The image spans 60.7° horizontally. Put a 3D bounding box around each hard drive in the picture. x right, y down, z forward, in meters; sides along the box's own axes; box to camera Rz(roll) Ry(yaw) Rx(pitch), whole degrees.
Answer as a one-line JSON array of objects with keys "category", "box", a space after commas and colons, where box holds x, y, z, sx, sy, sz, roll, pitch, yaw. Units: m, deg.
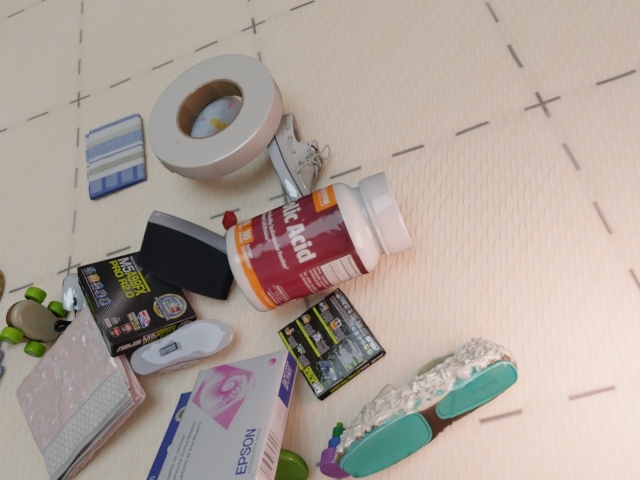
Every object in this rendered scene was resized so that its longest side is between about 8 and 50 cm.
[{"category": "hard drive", "box": [-0.338, 0.043, 1.386, 0.254, 0.054, 0.172, 23, 107, 5]}]

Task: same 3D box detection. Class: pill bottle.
[{"category": "pill bottle", "box": [0.000, 0.000, 1.277, 0.392, 0.224, 0.224, -22, 59, 8]}]

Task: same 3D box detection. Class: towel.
[{"category": "towel", "box": [-0.665, -0.275, 1.774, 0.209, 0.034, 0.285, -20, 61, 7]}, {"category": "towel", "box": [-0.611, 0.378, 1.361, 0.332, 0.053, 0.317, -48, 59, 8]}]

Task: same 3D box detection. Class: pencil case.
[{"category": "pencil case", "box": [-0.339, -0.324, 1.633, 0.124, 0.113, 0.273, 3, 63, 42]}]

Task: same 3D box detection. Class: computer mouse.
[{"category": "computer mouse", "box": [-0.689, 0.162, 1.529, 0.106, 0.042, 0.193, -5, 54, -23]}]

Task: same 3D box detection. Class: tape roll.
[{"category": "tape roll", "box": [-0.294, -0.346, 1.517, 0.392, 0.072, 0.392, -9, 62, 17]}]

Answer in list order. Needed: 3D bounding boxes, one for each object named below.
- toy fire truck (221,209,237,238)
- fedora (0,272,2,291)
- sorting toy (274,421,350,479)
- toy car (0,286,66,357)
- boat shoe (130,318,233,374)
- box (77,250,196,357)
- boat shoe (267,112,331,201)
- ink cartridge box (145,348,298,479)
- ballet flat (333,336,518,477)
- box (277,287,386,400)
[{"category": "toy fire truck", "box": [-0.307, 0.009, 1.459, 0.047, 0.135, 0.192, 50, 126, 58]}, {"category": "fedora", "box": [-1.069, 0.154, 1.671, 0.194, 0.079, 0.194, -9, 61, 16]}, {"category": "sorting toy", "box": [-0.104, 0.442, 1.173, 0.365, 0.127, 0.126, -11, 38, 17]}, {"category": "toy car", "box": [-0.835, 0.232, 1.520, 0.188, 0.149, 0.155, -9, 48, 29]}, {"category": "boat shoe", "box": [-0.331, 0.261, 1.344, 0.258, 0.084, 0.095, -16, 72, 3]}, {"category": "box", "box": [-0.474, 0.148, 1.404, 0.216, 0.060, 0.270, -17, 51, -31]}, {"category": "boat shoe", "box": [-0.046, -0.222, 1.475, 0.156, 0.136, 0.367, -24, 49, 3]}, {"category": "ink cartridge box", "box": [-0.225, 0.394, 1.141, 0.330, 0.071, 0.324, -18, 30, 18]}, {"category": "ballet flat", "box": [0.203, 0.324, 1.098, 0.409, 0.147, 0.147, -28, 58, -5]}, {"category": "box", "box": [0.023, 0.234, 1.255, 0.184, 0.045, 0.191, -38, 58, 1]}]
